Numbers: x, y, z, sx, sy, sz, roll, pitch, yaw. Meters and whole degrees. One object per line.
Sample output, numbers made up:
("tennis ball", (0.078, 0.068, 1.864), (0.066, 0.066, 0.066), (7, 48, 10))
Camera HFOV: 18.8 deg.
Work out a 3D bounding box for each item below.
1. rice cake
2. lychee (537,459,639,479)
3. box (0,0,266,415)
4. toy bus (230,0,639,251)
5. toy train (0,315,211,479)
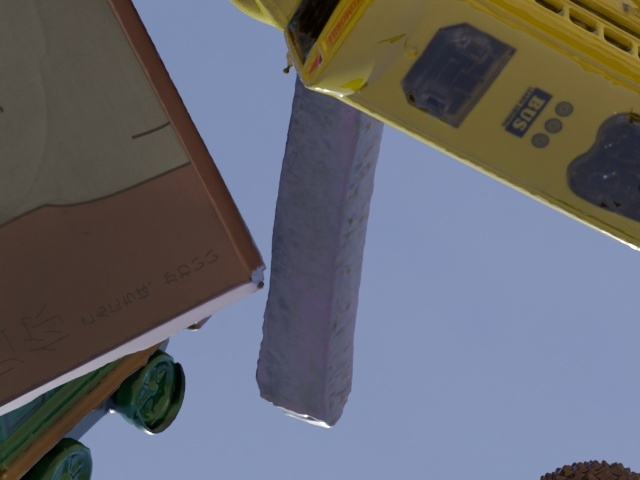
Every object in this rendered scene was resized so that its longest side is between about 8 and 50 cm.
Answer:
("rice cake", (0.000, 0.000, 1.478), (0.073, 0.365, 0.056), (27, -137, 24))
("lychee", (0.295, 0.320, 2.080), (0.188, 0.188, 0.188), (17, -145, -13))
("box", (-0.164, -0.027, 0.990), (0.215, 0.215, 0.086), (63, -170, -1))
("toy bus", (0.091, -0.126, 1.150), (0.330, 0.144, 0.152), (26, -146, -16))
("toy train", (-0.268, 0.099, 1.829), (0.178, 0.249, 0.429), (18, -140, 25))
